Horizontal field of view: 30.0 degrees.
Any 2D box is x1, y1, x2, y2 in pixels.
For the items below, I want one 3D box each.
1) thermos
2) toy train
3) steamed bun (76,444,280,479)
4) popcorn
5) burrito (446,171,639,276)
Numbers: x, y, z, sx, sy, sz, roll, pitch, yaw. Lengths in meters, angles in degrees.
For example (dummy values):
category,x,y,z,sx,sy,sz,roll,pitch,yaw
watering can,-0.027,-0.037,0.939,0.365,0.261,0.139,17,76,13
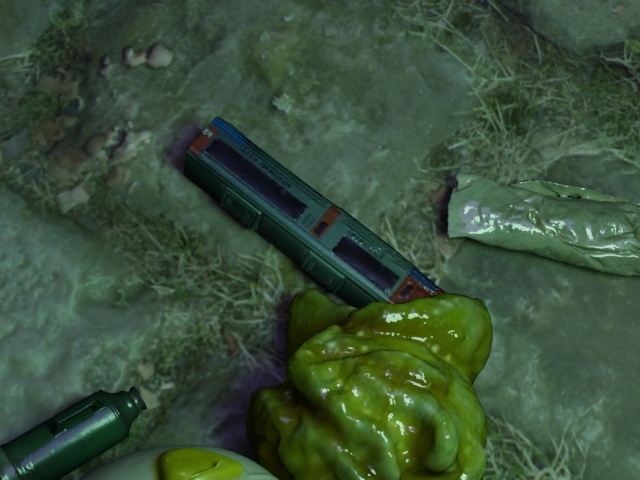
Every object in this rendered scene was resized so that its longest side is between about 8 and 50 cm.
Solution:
category,x,y,z,sx,sy,sz,roll,pitch,yaw
thermos,-0.296,0.229,1.411,0.188,0.073,0.083,-30,114,-21
toy train,0.000,0.000,1.546,0.409,0.086,0.089,39,69,5
steamed bun,-0.176,0.384,1.239,0.334,0.334,0.374,43,67,7
popcorn,0.073,0.185,1.380,0.326,0.290,0.321,-38,88,2
burrito,0.360,-0.018,1.622,0.392,0.076,0.117,10,67,-6
